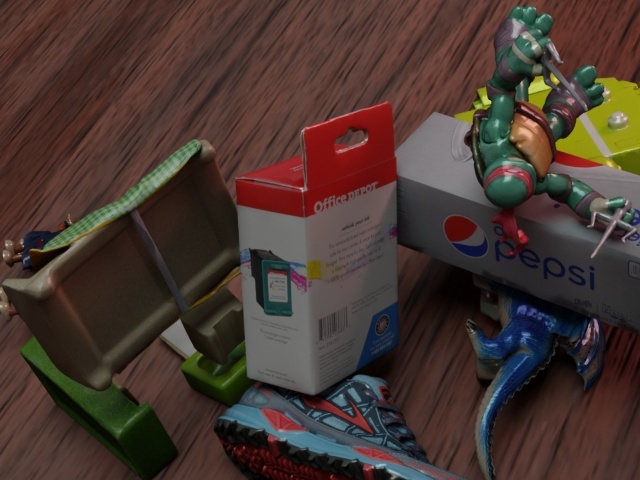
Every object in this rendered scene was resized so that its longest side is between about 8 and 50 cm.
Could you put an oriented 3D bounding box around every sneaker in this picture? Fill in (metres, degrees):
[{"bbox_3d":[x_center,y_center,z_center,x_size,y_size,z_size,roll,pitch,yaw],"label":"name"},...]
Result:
[{"bbox_3d":[0.038,0.166,1.071,0.262,0.104,0.125,18,53,29],"label":"sneaker"}]

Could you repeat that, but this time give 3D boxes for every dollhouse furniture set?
[{"bbox_3d":[-0.173,0.038,1.110,0.197,0.301,0.151,-42,53,-19],"label":"dollhouse furniture set"}]

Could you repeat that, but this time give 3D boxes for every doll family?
[{"bbox_3d":[-0.267,0.024,1.313,0.111,0.076,0.193,-19,42,5],"label":"doll family"}]

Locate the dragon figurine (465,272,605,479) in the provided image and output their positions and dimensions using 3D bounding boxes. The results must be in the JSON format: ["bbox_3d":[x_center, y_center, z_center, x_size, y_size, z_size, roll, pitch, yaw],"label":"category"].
[{"bbox_3d":[0.207,0.078,1.115,0.144,0.085,0.289,-2,46,15],"label":"dragon figurine"}]

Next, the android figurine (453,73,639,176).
[{"bbox_3d":[0.235,-0.100,1.271,0.273,0.056,0.248,-15,31,5],"label":"android figurine"}]

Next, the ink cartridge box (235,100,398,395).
[{"bbox_3d":[0.000,0.000,1.082,0.078,0.231,0.134,11,22,35],"label":"ink cartridge box"}]

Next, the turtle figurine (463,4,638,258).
[{"bbox_3d":[0.173,-0.088,0.997,0.118,0.175,0.234,-16,30,24],"label":"turtle figurine"}]

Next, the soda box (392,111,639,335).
[{"bbox_3d":[0.194,-0.017,1.087,0.286,0.091,0.098,22,51,33],"label":"soda box"}]
